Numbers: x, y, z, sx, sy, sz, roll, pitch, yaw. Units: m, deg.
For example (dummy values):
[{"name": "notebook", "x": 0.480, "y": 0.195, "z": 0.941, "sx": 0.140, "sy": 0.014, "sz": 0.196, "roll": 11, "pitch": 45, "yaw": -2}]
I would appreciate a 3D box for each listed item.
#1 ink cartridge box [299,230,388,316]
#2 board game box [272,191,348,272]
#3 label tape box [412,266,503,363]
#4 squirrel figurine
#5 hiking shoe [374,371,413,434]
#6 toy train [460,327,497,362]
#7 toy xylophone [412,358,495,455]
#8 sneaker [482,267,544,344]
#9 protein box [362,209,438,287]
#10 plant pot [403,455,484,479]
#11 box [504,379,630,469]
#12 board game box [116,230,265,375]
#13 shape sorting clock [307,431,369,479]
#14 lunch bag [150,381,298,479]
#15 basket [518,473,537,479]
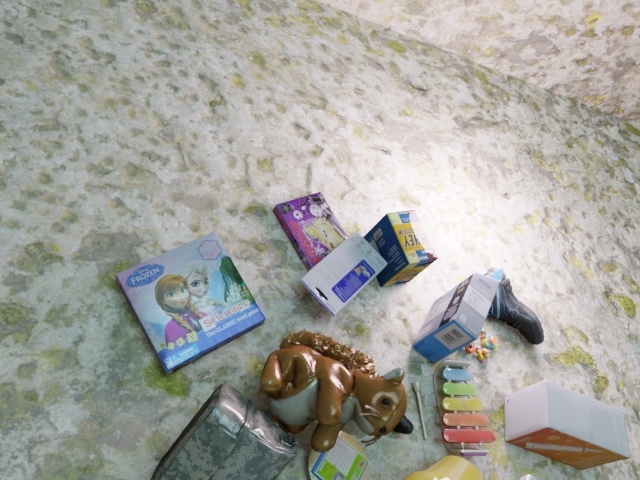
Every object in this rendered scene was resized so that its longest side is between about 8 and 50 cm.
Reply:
[{"name": "ink cartridge box", "x": 0.072, "y": 0.115, "z": 1.977, "sx": 0.165, "sy": 0.065, "sz": 0.332, "roll": 48, "pitch": 49, "yaw": 5}, {"name": "board game box", "x": 0.000, "y": 0.000, "z": 2.079, "sx": 0.208, "sy": 0.056, "sz": 0.347, "roll": -22, "pitch": 73, "yaw": -32}, {"name": "label tape box", "x": 0.483, "y": 0.233, "z": 2.061, "sx": 0.115, "sy": 0.249, "sz": 0.348, "roll": 37, "pitch": 50, "yaw": -3}, {"name": "squirrel figurine", "x": 0.055, "y": 0.398, "z": 1.661, "sx": 0.370, "sy": 0.281, "sz": 0.397, "roll": 0, "pitch": 25, "yaw": 8}, {"name": "hiking shoe", "x": 0.221, "y": 0.500, "z": 1.854, "sx": 0.227, "sy": 0.086, "sz": 0.114, "roll": 47, "pitch": 53, "yaw": 6}, {"name": "toy train", "x": 0.585, "y": 0.373, "z": 2.162, "sx": 0.166, "sy": 0.046, "sz": 0.125, "roll": -33, "pitch": 80, "yaw": -39}, {"name": "toy xylophone", "x": 0.433, "y": 0.553, "z": 1.941, "sx": 0.236, "sy": 0.081, "sz": 0.323, "roll": 2, "pitch": 60, "yaw": -28}, {"name": "sneaker", "x": 0.717, "y": 0.275, "z": 2.275, "sx": 0.139, "sy": 0.125, "sz": 0.341, "roll": -37, "pitch": 84, "yaw": -12}, {"name": "protein box", "x": 0.277, "y": 0.030, "z": 2.110, "sx": 0.136, "sy": 0.200, "sz": 0.201, "roll": -8, "pitch": 66, "yaw": -32}, {"name": "plant pot", "x": 0.353, "y": 0.749, "z": 1.684, "sx": 0.254, "sy": 0.254, "sz": 0.239, "roll": 53, "pitch": 35, "yaw": 10}, {"name": "box", "x": 0.836, "y": 0.636, "z": 2.022, "sx": 0.345, "sy": 0.215, "sz": 0.168, "roll": 23, "pitch": 52, "yaw": -14}, {"name": "board game box", "x": -0.373, "y": 0.172, "z": 1.710, "sx": 0.318, "sy": 0.066, "sz": 0.318, "roll": -27, "pitch": 75, "yaw": -26}, {"name": "shape sorting clock", "x": 0.053, "y": 0.651, "z": 1.694, "sx": 0.206, "sy": 0.040, "sz": 0.206, "roll": 17, "pitch": 51, "yaw": -22}, {"name": "lunch bag", "x": -0.232, "y": 0.545, "z": 1.438, "sx": 0.256, "sy": 0.212, "sz": 0.305, "roll": 38, "pitch": 92, "yaw": -3}, {"name": "basket", "x": 0.576, "y": 0.897, "z": 1.606, "sx": 0.331, "sy": 0.266, "sz": 0.328, "roll": 45, "pitch": 28, "yaw": 0}]
